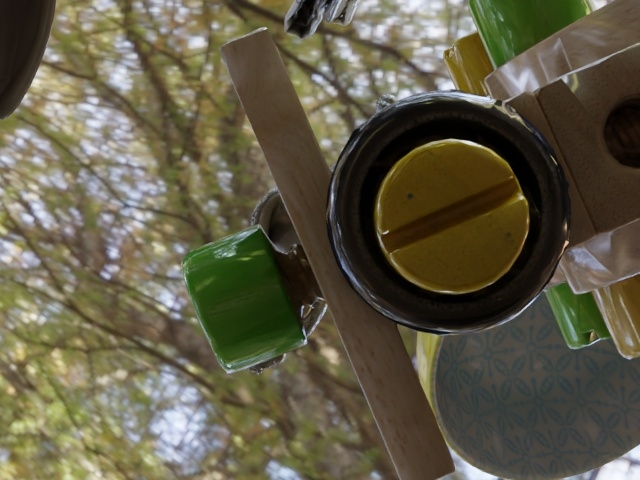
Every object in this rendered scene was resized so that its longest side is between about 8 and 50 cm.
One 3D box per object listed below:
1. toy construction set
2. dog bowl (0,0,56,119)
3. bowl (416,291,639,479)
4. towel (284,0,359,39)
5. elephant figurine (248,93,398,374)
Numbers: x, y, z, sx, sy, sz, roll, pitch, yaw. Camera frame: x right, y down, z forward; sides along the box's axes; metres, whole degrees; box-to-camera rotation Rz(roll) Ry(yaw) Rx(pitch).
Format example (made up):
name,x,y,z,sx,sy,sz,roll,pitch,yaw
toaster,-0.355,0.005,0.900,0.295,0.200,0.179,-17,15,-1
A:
name,x,y,z,sx,sy,sz,roll,pitch,yaw
toy construction set,0.087,0.012,0.428,0.237,0.257,0.309,-27,-68,-7
dog bowl,-0.369,-0.199,0.995,0.349,0.102,0.349,-2,-79,-12
bowl,0.206,0.063,1.258,0.289,0.156,0.289,-9,-60,-16
towel,0.092,-0.343,1.145,0.056,0.312,0.324,31,-119,-6
elephant figurine,0.000,0.000,1.391,0.239,0.186,0.169,-16,-34,12
